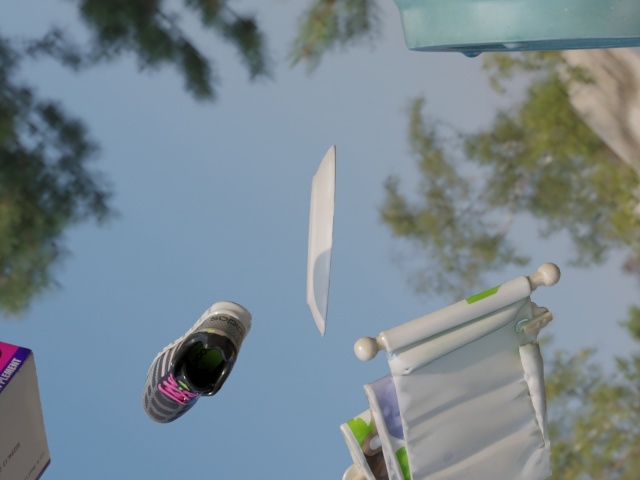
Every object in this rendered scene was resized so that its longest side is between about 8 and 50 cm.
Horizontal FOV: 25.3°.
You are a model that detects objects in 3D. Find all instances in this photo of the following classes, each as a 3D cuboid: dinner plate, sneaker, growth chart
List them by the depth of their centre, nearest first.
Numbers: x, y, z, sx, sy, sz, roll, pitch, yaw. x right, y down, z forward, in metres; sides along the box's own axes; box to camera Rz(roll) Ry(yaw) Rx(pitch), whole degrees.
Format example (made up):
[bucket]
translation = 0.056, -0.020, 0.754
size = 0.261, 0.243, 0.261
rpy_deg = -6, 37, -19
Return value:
[growth chart]
translation = 0.089, 0.137, 0.976
size = 0.021, 0.172, 0.237
rpy_deg = -128, 27, -53
[dinner plate]
translation = 0.000, 0.000, 1.043
size = 0.017, 0.141, 0.141
rpy_deg = 2, -162, -1
[sneaker]
translation = -0.134, 0.135, 1.442
size = 0.063, 0.170, 0.075
rpy_deg = 37, -151, -10

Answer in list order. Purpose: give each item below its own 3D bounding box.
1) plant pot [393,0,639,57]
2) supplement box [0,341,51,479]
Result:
[plant pot]
translation = 0.132, -0.202, 0.788
size = 0.293, 0.293, 0.196
rpy_deg = -28, -63, -76
[supplement box]
translation = -0.310, 0.121, 0.959
size = 0.220, 0.114, 0.111
rpy_deg = 12, -141, 15
